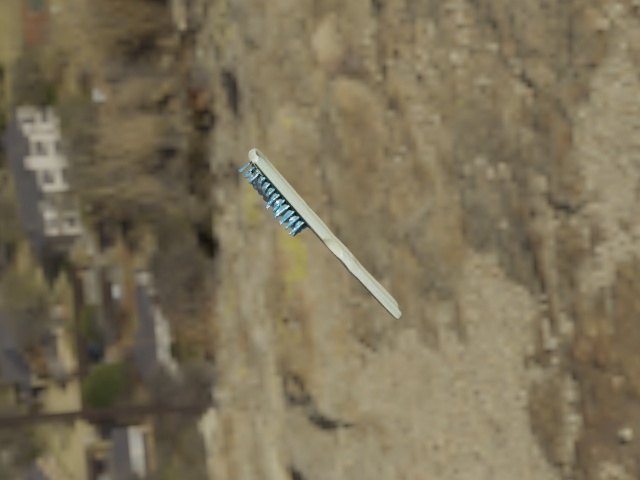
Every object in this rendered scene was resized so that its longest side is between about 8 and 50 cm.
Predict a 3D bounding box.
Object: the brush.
[{"bbox_3d":[0.000,0.000,0.693,0.013,0.083,0.016,-43,15,5],"label":"brush"}]
